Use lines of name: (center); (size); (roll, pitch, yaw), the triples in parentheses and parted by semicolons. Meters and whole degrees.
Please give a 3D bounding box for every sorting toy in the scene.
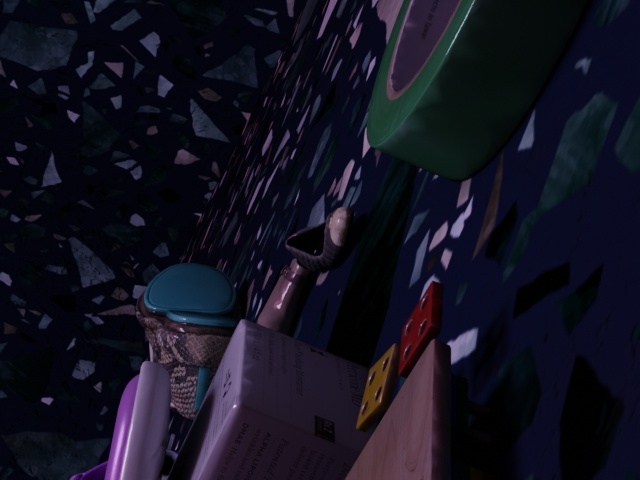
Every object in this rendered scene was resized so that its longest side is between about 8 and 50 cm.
sorting toy: (0.055, 0.144, 0.756); (0.274, 0.046, 0.132); (-82, 17, -57)

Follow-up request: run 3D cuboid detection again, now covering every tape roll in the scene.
tape roll: (0.136, -0.208, 1.047); (0.321, 0.077, 0.321); (-158, 90, -82)

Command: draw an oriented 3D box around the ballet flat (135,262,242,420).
ballet flat: (-0.194, 0.158, 1.927); (0.483, 0.164, 0.182); (-133, 50, -78)

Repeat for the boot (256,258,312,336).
boot: (-0.038, 0.065, 1.528); (0.087, 0.042, 0.118); (-61, 11, 23)

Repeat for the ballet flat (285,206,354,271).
ballet flat: (0.000, 0.000, 1.430); (0.173, 0.049, 0.057); (137, 153, -70)

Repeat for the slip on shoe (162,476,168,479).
slip on shoe: (-0.236, 0.379, 1.360); (0.331, 0.101, 0.123); (-60, -34, -36)

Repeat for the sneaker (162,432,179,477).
sneaker: (-0.255, 0.387, 1.820); (0.268, 0.101, 0.153); (-74, 8, -51)

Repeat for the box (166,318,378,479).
box: (-0.044, 0.185, 1.011); (0.181, 0.119, 0.181); (-98, 32, -73)

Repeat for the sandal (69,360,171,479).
sandal: (-0.194, 0.295, 1.010); (0.169, 0.102, 0.416); (-168, 90, -83)
